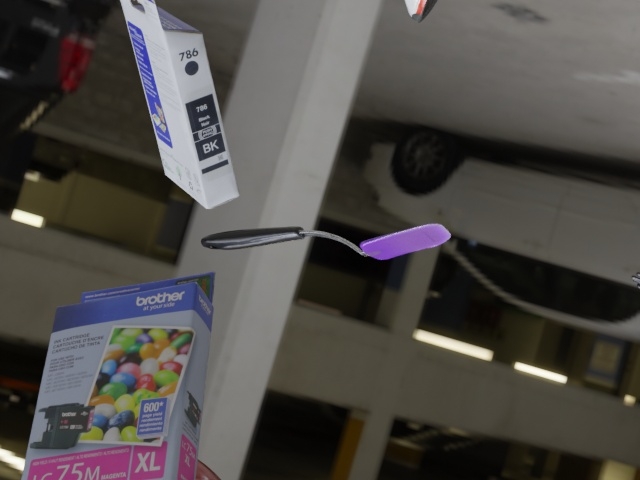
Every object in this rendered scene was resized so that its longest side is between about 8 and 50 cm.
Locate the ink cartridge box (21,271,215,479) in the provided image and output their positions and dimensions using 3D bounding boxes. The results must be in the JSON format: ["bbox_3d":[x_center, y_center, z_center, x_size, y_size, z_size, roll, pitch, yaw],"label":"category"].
[{"bbox_3d":[-0.221,0.159,1.363,0.185,0.311,0.065,-10,138,16],"label":"ink cartridge box"}]

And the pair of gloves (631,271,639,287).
[{"bbox_3d":[0.440,0.047,1.562,0.074,0.010,0.083,28,146,16],"label":"pair of gloves"}]

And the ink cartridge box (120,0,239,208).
[{"bbox_3d":[-0.209,-0.224,1.783,0.065,0.333,0.165,-24,-147,-20],"label":"ink cartridge box"}]

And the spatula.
[{"bbox_3d":[0.000,0.000,1.375,0.296,0.030,0.084,1,167,22],"label":"spatula"}]

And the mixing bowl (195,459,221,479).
[{"bbox_3d":[-0.193,0.308,1.427,0.181,0.181,0.098,19,-153,-39],"label":"mixing bowl"}]

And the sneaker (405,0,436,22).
[{"bbox_3d":[0.143,-0.492,2.070,0.145,0.090,0.270,30,158,12],"label":"sneaker"}]
